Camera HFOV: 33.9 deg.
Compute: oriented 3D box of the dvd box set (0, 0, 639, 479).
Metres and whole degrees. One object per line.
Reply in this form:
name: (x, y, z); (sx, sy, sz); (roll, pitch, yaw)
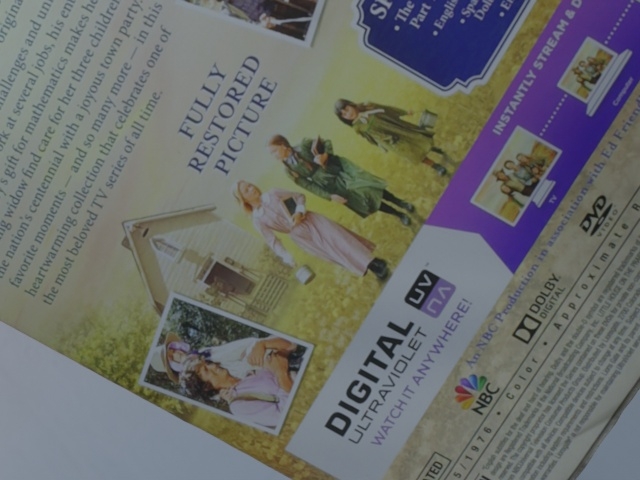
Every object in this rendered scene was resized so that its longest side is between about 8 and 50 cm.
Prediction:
dvd box set: (-0.028, -0.078, 0.438); (0.307, 0.421, 0.062); (-61, 4, 13)
